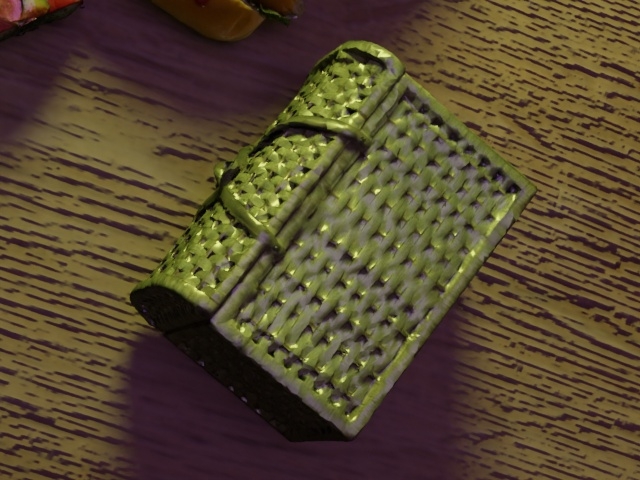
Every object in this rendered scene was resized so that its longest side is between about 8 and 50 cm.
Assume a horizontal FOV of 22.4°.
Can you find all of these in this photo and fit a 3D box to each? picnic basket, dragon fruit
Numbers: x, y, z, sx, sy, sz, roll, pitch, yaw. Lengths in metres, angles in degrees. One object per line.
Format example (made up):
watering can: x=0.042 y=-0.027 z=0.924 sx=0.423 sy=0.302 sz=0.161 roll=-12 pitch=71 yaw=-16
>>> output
picnic basket: x=0.000 y=0.000 z=0.982 sx=0.154 sy=0.134 sz=0.196 roll=40 pitch=75 yaw=-9
dragon fruit: x=-0.185 y=-0.153 z=0.975 sx=0.083 sy=0.060 sz=0.056 roll=-21 pitch=94 yaw=-17

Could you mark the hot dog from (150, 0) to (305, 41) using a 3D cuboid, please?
hot dog: x=-0.110 y=-0.214 z=0.999 sx=0.250 sy=0.076 sz=0.104 roll=35 pitch=74 yaw=-10
